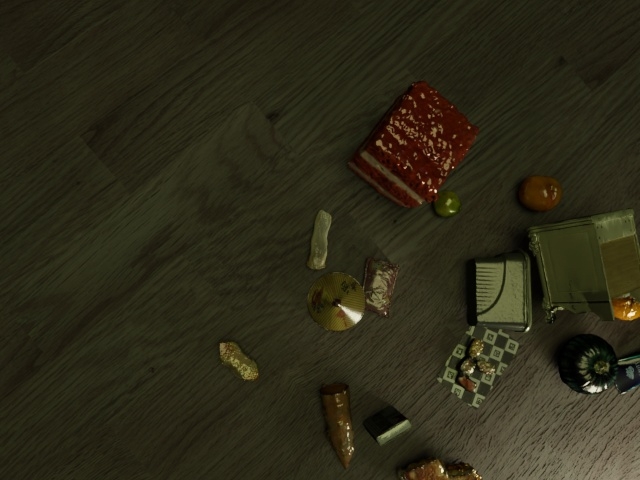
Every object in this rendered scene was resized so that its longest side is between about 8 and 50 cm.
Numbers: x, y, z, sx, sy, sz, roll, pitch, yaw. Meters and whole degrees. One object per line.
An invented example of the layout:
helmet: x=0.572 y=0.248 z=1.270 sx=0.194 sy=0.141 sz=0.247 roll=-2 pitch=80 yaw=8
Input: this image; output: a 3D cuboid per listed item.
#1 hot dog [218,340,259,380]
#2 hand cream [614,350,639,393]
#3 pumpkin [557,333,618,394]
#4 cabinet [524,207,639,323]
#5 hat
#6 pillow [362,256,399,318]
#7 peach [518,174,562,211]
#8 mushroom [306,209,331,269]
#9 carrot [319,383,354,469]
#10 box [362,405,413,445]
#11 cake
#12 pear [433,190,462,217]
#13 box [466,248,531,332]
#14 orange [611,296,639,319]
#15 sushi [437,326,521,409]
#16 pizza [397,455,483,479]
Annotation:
hot dog: x=-0.260 y=0.375 z=1.539 sx=0.078 sy=0.061 sz=0.169 roll=-43 pitch=98 yaw=-19
hand cream: x=1.144 y=0.432 z=1.737 sx=0.271 sy=0.061 sz=0.120 roll=-23 pitch=93 yaw=-2
pumpkin: x=0.895 y=0.414 z=1.656 sx=0.202 sy=0.140 sz=0.201 roll=0 pitch=88 yaw=-8
cabinet: x=0.860 y=0.081 z=1.595 sx=0.290 sy=0.228 sz=0.317 roll=-10 pitch=88 yaw=-36
hat: x=0.051 y=0.196 z=1.575 sx=0.193 sy=0.082 sz=0.192 roll=0 pitch=85 yaw=2
pillow: x=0.190 y=0.155 z=1.633 sx=0.118 sy=0.043 sz=0.184 roll=14 pitch=81 yaw=3
peach: x=0.756 y=-0.160 z=1.696 sx=0.138 sy=0.138 sz=0.138 roll=1 pitch=85 yaw=-8
mushroom: x=-0.003 y=-0.001 z=1.621 sx=0.059 sy=0.054 sz=0.202 roll=10 pitch=78 yaw=-12
carrot: x=0.062 y=0.584 z=1.551 sx=0.102 sy=0.102 sz=0.262 roll=-9 pitch=87 yaw=-8
box: x=0.203 y=0.567 z=1.528 sx=0.115 sy=0.177 sz=0.035 roll=-26 pitch=88 yaw=-10
cake: x=0.278 y=-0.284 z=1.547 sx=0.270 sy=0.319 sz=0.269 roll=38 pitch=79 yaw=-8
pear: x=0.431 y=-0.123 z=1.670 sx=0.097 sy=0.092 sz=0.092 roll=16 pitch=83 yaw=-5
box: x=0.584 y=0.164 z=1.634 sx=0.179 sy=0.138 sz=0.273 roll=2 pitch=79 yaw=-3
orange: x=1.055 y=0.208 z=1.708 sx=0.136 sy=0.117 sz=0.135 roll=0 pitch=92 yaw=-8
sushi: x=0.534 y=0.406 z=1.655 sx=0.193 sy=0.043 sz=0.279 roll=39 pitch=81 yaw=-2
pizza: x=0.397 y=0.760 z=1.583 sx=0.306 sy=0.085 sz=0.161 roll=15 pitch=105 yaw=-4
